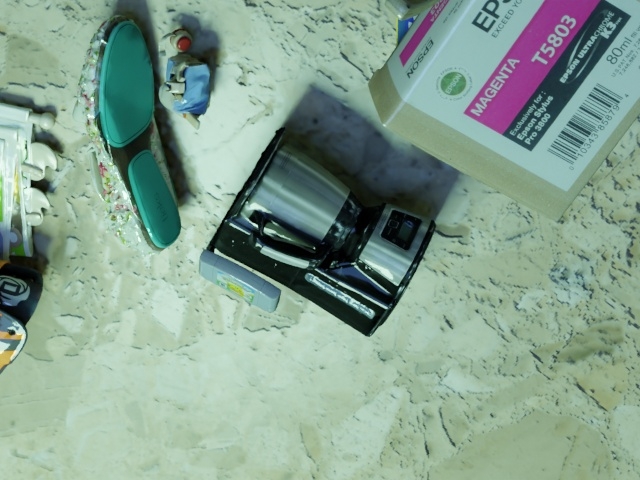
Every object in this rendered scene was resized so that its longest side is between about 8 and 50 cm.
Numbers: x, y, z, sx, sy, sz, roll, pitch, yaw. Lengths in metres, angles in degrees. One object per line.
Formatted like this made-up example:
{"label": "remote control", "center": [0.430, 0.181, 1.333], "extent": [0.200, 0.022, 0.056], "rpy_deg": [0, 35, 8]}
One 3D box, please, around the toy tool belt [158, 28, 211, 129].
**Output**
{"label": "toy tool belt", "center": [-0.120, -0.148, 1.787], "extent": [0.052, 0.051, 0.083], "rpy_deg": [-11, 123, -22]}

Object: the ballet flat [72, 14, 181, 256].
{"label": "ballet flat", "center": [-0.193, -0.095, 1.823], "extent": [0.077, 0.091, 0.241], "rpy_deg": [9, 119, 36]}

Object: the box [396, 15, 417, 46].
{"label": "box", "center": [0.096, -0.234, 1.686], "extent": [0.054, 0.059, 0.169], "rpy_deg": [4, 119, 10]}

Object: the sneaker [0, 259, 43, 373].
{"label": "sneaker", "center": [-0.356, 0.008, 1.882], "extent": [0.180, 0.124, 0.321], "rpy_deg": [9, 130, 2]}

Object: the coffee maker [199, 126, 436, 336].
{"label": "coffee maker", "center": [0.000, 0.000, 1.818], "extent": [0.178, 0.120, 0.171], "rpy_deg": [31, 161, -4]}

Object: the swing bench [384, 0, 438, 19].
{"label": "swing bench", "center": [0.070, -0.350, 1.474], "extent": [0.253, 0.165, 0.255], "rpy_deg": [45, 126, 7]}

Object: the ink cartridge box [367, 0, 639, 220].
{"label": "ink cartridge box", "center": [0.184, -0.161, 1.646], "extent": [0.193, 0.088, 0.235], "rpy_deg": [26, 113, -20]}

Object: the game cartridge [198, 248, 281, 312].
{"label": "game cartridge", "center": [-0.076, 0.038, 1.817], "extent": [0.083, 0.017, 0.056], "rpy_deg": [28, 159, 5]}

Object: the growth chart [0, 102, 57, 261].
{"label": "growth chart", "center": [-0.350, -0.044, 1.920], "extent": [0.172, 0.021, 0.237], "rpy_deg": [19, 121, 2]}
